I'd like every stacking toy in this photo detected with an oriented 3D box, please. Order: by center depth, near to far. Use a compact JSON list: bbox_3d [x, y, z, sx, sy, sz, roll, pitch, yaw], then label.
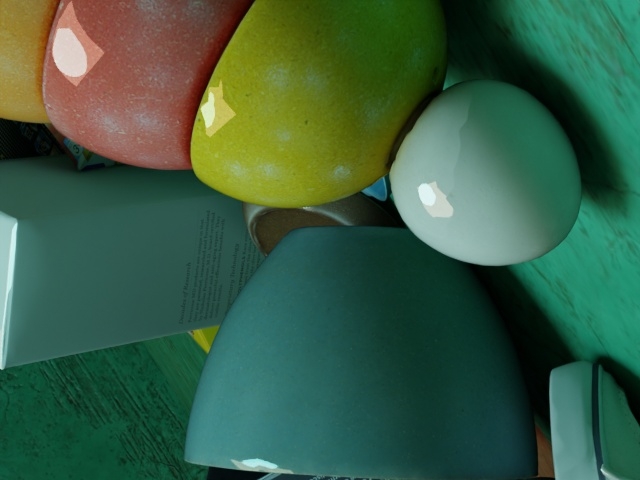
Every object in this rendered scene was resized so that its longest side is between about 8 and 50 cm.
[{"bbox_3d":[-0.040,-0.131,1.064,0.480,0.350,0.350,37,162,12],"label":"stacking toy"}]

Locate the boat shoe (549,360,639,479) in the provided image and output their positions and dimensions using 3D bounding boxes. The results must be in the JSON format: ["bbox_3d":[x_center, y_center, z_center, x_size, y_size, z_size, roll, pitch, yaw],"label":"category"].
[{"bbox_3d":[0.258,0.227,1.090,0.136,0.156,0.367,64,-166,-46],"label":"boat shoe"}]

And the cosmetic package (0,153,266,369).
[{"bbox_3d":[-0.220,0.002,1.608,0.197,0.365,0.155,23,113,41],"label":"cosmetic package"}]

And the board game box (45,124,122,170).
[{"bbox_3d":[-0.240,-0.224,1.619,0.275,0.142,0.144,51,126,20],"label":"board game box"}]

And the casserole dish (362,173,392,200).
[{"bbox_3d":[0.025,-0.114,1.298,0.114,0.037,0.188,44,162,40],"label":"casserole dish"}]

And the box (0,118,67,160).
[{"bbox_3d":[-0.367,-0.072,1.671,0.060,0.216,0.270,-5,140,28],"label":"box"}]

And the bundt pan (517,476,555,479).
[{"bbox_3d":[0.208,0.337,1.311,0.331,0.124,0.331,159,90,-81],"label":"bundt pan"}]

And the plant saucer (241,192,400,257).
[{"bbox_3d":[0.000,0.000,1.473,0.168,0.029,0.168,19,150,11],"label":"plant saucer"}]

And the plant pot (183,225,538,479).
[{"bbox_3d":[0.037,0.091,1.322,0.290,0.290,0.195,160,113,-76],"label":"plant pot"}]

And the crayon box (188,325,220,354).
[{"bbox_3d":[-0.236,-0.045,2.196,0.363,0.106,0.313,41,160,49],"label":"crayon box"}]

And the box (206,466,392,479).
[{"bbox_3d":[0.067,0.353,1.684,0.395,0.212,0.293,59,-176,-9],"label":"box"}]
